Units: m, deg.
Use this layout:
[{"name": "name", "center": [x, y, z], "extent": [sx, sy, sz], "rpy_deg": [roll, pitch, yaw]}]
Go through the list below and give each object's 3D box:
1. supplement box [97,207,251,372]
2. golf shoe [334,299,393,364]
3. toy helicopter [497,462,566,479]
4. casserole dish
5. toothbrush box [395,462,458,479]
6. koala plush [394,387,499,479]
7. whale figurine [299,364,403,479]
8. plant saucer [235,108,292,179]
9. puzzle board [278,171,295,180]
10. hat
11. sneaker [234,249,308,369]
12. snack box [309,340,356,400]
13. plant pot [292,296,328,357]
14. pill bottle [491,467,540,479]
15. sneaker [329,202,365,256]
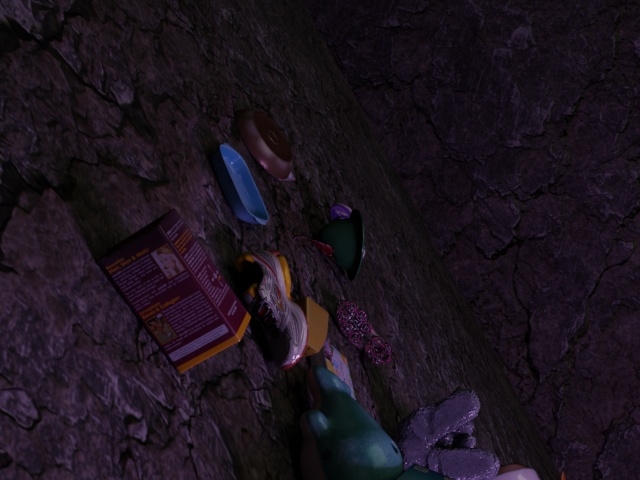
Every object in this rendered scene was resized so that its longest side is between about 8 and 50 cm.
[{"name": "supplement box", "center": [-0.192, 0.067, 1.083], "extent": [0.188, 0.104, 0.081], "rpy_deg": [57, 15, -13]}, {"name": "golf shoe", "center": [0.083, 0.201, 1.799], "extent": [0.186, 0.067, 0.086], "rpy_deg": [53, -9, -23]}, {"name": "toy helicopter", "center": [0.518, 0.702, 1.924], "extent": [0.140, 0.235, 0.355], "rpy_deg": [33, 31, -59]}, {"name": "casserole dish", "center": [-0.163, -0.106, 1.604], "extent": [0.188, 0.037, 0.114], "rpy_deg": [65, 16, 17]}, {"name": "toothbrush box", "center": [0.124, 0.462, 1.131], "extent": [0.295, 0.126, 0.216], "rpy_deg": [6, 100, -71]}, {"name": "koala plush", "center": [0.252, 0.441, 1.743], "extent": [0.221, 0.203, 0.196], "rpy_deg": [80, -5, -73]}, {"name": "whale figurine", "center": [0.051, 0.320, 1.316], "extent": [0.216, 0.141, 0.272], "rpy_deg": [47, 23, -39]}, {"name": "plant saucer", "center": [-0.124, -0.237, 1.921], "extent": [0.198, 0.036, 0.199], "rpy_deg": [46, 24, -27]}, {"name": "puzzle board", "center": [-0.101, -0.191, 1.992], "extent": [0.096, 0.011, 0.128], "rpy_deg": [61, 16, 4]}, {"name": "hat", "center": [0.000, 0.000, 1.947], "extent": [0.208, 0.183, 0.173], "rpy_deg": [106, -18, -49]}, {"name": "sneaker", "center": [-0.092, 0.118, 1.380], "extent": [0.092, 0.088, 0.225], "rpy_deg": [9, 50, -44]}, {"name": "snack box", "center": [0.023, 0.262, 1.529], "extent": [0.100, 0.037, 0.141], "rpy_deg": [48, 20, -41]}, {"name": "plant pot", "center": [-0.035, 0.163, 1.452], "extent": [0.081, 0.081, 0.083], "rpy_deg": [43, 34, -47]}, {"name": "pill bottle", "center": [0.456, 0.712, 1.736], "extent": [0.224, 0.224, 0.392], "rpy_deg": [39, 26, -53]}, {"name": "sneaker", "center": [0.065, -0.024, 2.117], "extent": [0.071, 0.068, 0.170], "rpy_deg": [16, 47, -60]}]
